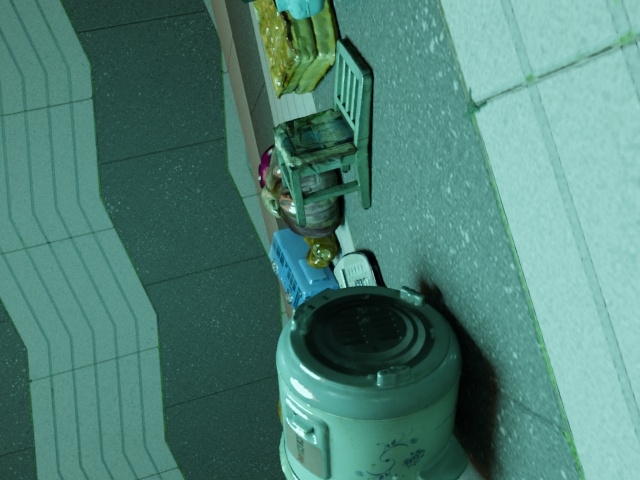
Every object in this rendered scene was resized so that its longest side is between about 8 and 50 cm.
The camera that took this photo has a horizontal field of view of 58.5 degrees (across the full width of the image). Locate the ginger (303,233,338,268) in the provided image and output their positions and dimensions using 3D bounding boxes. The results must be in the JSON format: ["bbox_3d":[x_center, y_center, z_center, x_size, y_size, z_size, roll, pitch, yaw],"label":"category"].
[{"bbox_3d":[0.000,0.000,1.397,0.103,0.073,0.162,111,152,-50],"label":"ginger"}]

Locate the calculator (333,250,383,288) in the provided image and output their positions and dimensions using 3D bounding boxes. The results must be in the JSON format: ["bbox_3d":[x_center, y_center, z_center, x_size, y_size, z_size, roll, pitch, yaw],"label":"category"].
[{"bbox_3d":[0.084,0.109,1.166,0.268,0.040,0.177,147,108,-79],"label":"calculator"}]

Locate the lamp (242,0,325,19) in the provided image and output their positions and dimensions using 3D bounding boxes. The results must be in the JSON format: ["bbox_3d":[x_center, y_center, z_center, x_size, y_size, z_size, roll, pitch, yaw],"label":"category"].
[{"bbox_3d":[-0.029,-0.412,0.755,0.284,0.147,0.209,133,124,-68],"label":"lamp"}]

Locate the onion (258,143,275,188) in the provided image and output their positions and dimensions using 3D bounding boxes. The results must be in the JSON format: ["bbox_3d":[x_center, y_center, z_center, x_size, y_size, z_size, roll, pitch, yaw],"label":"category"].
[{"bbox_3d":[-0.100,-0.180,1.501,0.198,0.135,0.173,-128,29,-70],"label":"onion"}]

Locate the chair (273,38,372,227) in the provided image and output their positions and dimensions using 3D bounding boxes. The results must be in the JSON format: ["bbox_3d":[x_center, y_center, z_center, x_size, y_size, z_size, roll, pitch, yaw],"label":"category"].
[{"bbox_3d":[-0.002,-0.173,0.955,0.270,0.147,0.136,84,168,-46],"label":"chair"}]

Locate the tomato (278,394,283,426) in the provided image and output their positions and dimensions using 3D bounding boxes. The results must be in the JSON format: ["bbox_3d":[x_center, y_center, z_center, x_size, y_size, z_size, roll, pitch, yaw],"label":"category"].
[{"bbox_3d":[0.057,0.349,1.136,0.270,0.222,0.270,54,-176,-5],"label":"tomato"}]

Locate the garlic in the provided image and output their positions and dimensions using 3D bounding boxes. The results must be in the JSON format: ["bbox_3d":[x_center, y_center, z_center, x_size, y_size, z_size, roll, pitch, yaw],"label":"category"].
[{"bbox_3d":[-0.052,-0.118,1.250,0.245,0.160,0.245,167,90,-79],"label":"garlic"}]

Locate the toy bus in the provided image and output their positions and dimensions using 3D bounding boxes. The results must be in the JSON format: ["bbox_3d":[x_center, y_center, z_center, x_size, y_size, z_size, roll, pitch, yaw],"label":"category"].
[{"bbox_3d":[-0.045,0.082,1.513,0.234,0.116,0.134,61,150,35],"label":"toy bus"}]

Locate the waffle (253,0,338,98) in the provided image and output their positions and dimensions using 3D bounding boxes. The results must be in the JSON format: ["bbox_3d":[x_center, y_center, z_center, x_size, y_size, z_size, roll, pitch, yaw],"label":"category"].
[{"bbox_3d":[-0.051,-0.398,1.069,0.308,0.091,0.213,-164,60,-80],"label":"waffle"}]

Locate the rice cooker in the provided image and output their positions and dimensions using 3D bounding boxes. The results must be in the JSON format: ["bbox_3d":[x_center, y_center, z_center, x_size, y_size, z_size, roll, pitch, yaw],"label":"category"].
[{"bbox_3d":[0.065,0.229,0.803,0.316,0.264,0.317,26,131,34],"label":"rice cooker"}]
